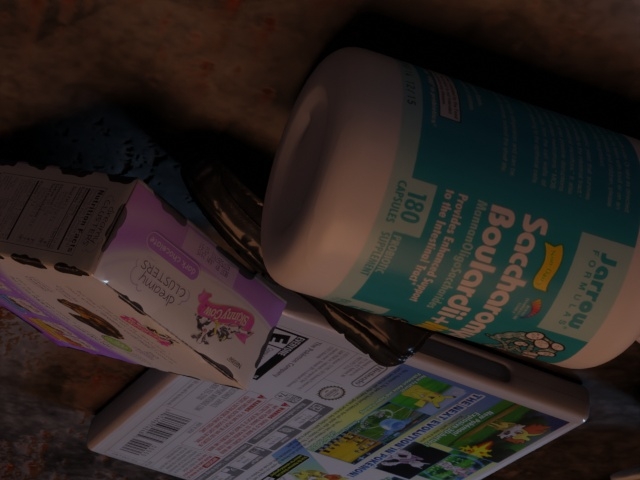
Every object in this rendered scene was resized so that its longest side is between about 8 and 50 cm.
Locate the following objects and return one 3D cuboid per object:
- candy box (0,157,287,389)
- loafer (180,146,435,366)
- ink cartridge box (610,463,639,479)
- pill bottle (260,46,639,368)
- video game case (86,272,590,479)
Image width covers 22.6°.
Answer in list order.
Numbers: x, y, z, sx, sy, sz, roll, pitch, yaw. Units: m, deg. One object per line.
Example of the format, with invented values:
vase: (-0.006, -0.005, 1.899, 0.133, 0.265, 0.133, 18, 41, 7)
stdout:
candy box: (-0.148, 0.019, 1.049, 0.196, 0.070, 0.165, 9, 156, 40)
loafer: (0.000, 0.000, 1.065, 0.223, 0.076, 0.078, 38, 100, -31)
ink cartridge box: (0.403, 0.326, 1.172, 0.160, 0.384, 0.279, -12, 175, -42)
pill bottle: (0.108, -0.010, 0.945, 0.264, 0.146, 0.146, 16, 147, -15)
video game case: (0.005, 0.148, 1.328, 0.300, 0.036, 0.329, 21, 145, -22)
